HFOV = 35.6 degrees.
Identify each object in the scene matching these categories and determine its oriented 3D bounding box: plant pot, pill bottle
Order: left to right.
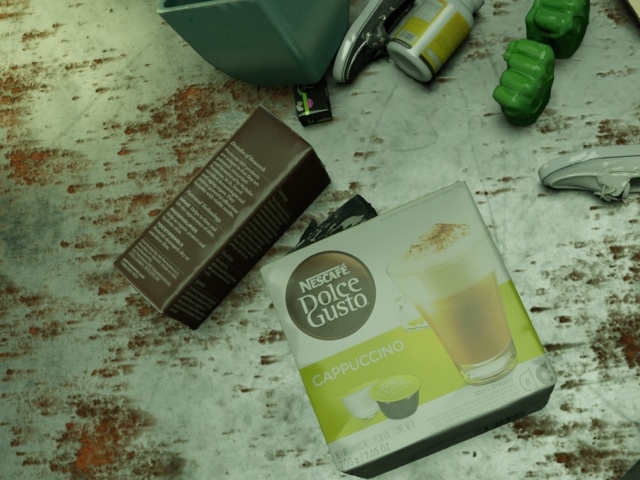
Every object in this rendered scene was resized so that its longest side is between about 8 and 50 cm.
[{"bbox_3d":[-0.087,-0.414,1.787,0.248,0.252,0.247,3,55,38],"label":"plant pot"},{"bbox_3d":[0.215,-0.389,1.827,0.103,0.103,0.184,39,85,17],"label":"pill bottle"}]

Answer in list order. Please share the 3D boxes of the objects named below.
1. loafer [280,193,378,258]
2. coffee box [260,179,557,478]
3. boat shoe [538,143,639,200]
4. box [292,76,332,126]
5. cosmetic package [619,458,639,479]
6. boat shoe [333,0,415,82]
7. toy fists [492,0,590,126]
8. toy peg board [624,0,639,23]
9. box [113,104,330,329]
[{"bbox_3d":[0.000,0.000,1.786,0.223,0.076,0.078,-34,67,-4],"label":"loafer"},{"bbox_3d":[0.143,0.156,1.576,0.338,0.338,0.334,-23,72,4],"label":"coffee box"},{"bbox_3d":[0.507,-0.110,1.704,0.258,0.095,0.084,-8,70,10],"label":"boat shoe"},{"bbox_3d":[-0.016,-0.265,1.866,0.062,0.052,0.083,-12,73,8],"label":"box"},{"bbox_3d":[0.692,0.338,1.432,0.394,0.327,0.329,-44,73,-2],"label":"cosmetic package"},{"bbox_3d":[0.106,-0.384,1.865,0.076,0.080,0.228,28,75,18],"label":"boat shoe"},{"bbox_3d":[0.391,-0.340,1.760,0.096,0.142,0.279,29,82,16],"label":"toy fists"},{"bbox_3d":[0.614,-0.462,1.795,0.161,0.079,0.160,-32,88,2],"label":"toy peg board"},{"bbox_3d":[-0.167,-0.036,1.763,0.143,0.191,0.381,43,86,18],"label":"box"}]
